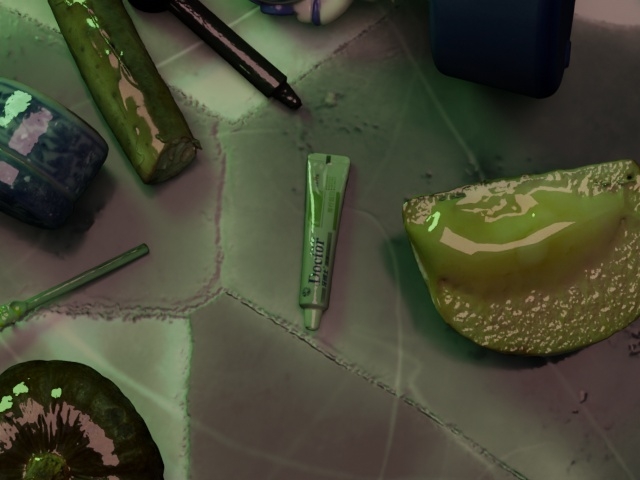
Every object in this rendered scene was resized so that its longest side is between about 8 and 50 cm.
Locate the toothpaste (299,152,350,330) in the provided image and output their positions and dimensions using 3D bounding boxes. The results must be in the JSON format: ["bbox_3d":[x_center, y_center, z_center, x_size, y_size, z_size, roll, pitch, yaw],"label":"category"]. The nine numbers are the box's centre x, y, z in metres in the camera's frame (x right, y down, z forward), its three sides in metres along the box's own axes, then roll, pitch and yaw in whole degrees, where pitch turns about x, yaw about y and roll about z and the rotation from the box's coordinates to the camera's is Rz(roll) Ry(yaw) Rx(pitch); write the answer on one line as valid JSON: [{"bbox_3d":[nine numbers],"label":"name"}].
[{"bbox_3d":[0.000,0.000,1.550,0.048,0.029,0.197,7,75,-3],"label":"toothpaste"}]

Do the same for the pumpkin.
[{"bbox_3d":[-0.269,0.224,1.419,0.218,0.162,0.219,1,83,-5],"label":"pumpkin"}]

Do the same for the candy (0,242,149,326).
[{"bbox_3d":[-0.319,0.066,1.501,0.305,0.083,0.091,-27,65,-17],"label":"candy"}]

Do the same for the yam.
[{"bbox_3d":[-0.243,-0.235,1.558,0.083,0.083,0.372,-27,81,-9],"label":"yam"}]

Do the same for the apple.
[{"bbox_3d":[0.224,0.023,1.520,0.264,0.120,0.193,-11,93,-4],"label":"apple"}]

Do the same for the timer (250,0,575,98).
[{"bbox_3d":[0.079,-0.300,1.529,0.383,0.270,0.270,6,78,12],"label":"timer"}]

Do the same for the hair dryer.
[{"bbox_3d":[-0.117,-0.224,1.555,0.248,0.114,0.070,43,87,-3],"label":"hair dryer"}]

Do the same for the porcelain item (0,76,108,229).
[{"bbox_3d":[-0.305,-0.085,1.483,0.147,0.147,0.114,30,78,2],"label":"porcelain item"}]
